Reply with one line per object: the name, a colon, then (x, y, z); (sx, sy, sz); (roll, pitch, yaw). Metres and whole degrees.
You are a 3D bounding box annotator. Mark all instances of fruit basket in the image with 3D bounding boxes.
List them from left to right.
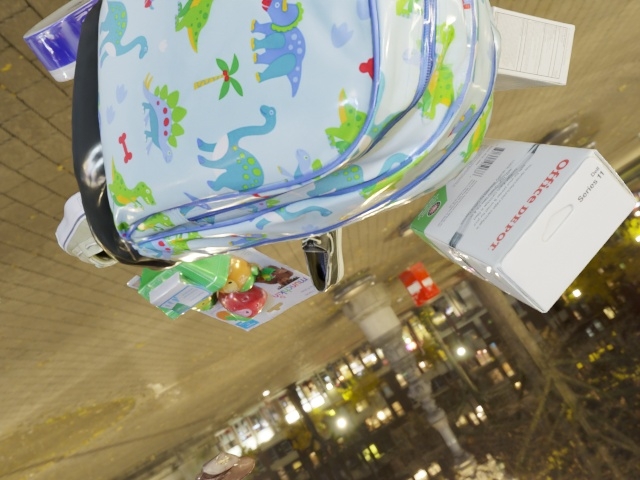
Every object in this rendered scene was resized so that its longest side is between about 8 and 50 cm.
fruit basket: (-0.221, 0.114, 1.299); (0.353, 0.165, 0.327); (34, 134, -28)

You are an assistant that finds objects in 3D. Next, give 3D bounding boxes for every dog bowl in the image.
dog bowl: (-0.480, -0.453, 1.178); (0.265, 0.264, 0.104); (-31, 125, 1)

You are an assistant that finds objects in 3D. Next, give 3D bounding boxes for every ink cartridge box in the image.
ink cartridge box: (0.214, -0.029, 0.632); (0.153, 0.087, 0.208); (-50, -161, 2)

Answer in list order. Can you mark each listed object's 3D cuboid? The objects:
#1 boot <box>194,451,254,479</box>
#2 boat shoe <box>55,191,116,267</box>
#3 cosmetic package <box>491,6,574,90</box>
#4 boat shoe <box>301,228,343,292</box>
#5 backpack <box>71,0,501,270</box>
boot: (-0.136, 0.340, 0.847); (0.107, 0.037, 0.114); (-14, 149, -33)
boat shoe: (-0.368, -0.001, 0.917); (0.109, 0.094, 0.302); (-22, 176, -24)
cosmetic package: (0.141, -0.195, 0.602); (0.099, 0.060, 0.239); (3, -170, -25)
boat shoe: (0.000, 0.000, 1.142); (0.078, 0.219, 0.070); (0, -159, 32)
backpack: (-0.038, -0.126, 0.460); (0.356, 0.289, 0.273); (-2, 174, 16)
